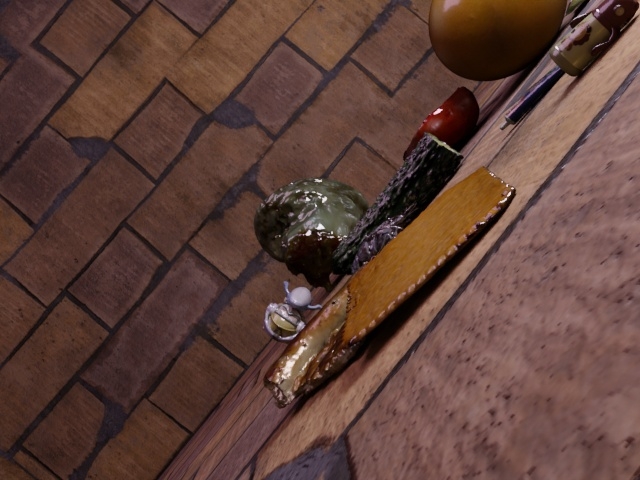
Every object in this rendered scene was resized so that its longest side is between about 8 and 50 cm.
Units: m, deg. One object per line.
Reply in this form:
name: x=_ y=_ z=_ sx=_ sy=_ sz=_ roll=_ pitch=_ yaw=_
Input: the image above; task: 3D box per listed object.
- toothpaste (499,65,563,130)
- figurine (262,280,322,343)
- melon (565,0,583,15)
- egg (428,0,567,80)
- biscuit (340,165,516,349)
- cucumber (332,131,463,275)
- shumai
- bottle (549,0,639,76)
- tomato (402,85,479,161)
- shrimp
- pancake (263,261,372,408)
toothpaste: x=0.315 y=-0.215 z=0.863 sx=0.140 sy=0.021 sz=0.037 roll=-48 pitch=5 yaw=24
figurine: x=-0.084 y=0.206 z=1.614 sx=0.183 sy=0.128 sz=0.208 roll=-53 pitch=-7 yaw=-32
melon: x=0.577 y=-0.552 z=1.297 sx=0.182 sy=0.054 sz=0.098 roll=-49 pitch=-7 yaw=-51
egg: x=0.400 y=-0.520 z=1.333 sx=0.351 sy=0.283 sz=0.282 roll=-51 pitch=0 yaw=-22
biscuit: x=0.111 y=0.008 z=0.672 sx=0.237 sy=0.013 sz=0.232 roll=-44 pitch=7 yaw=14
cucumber: x=0.142 y=-0.052 z=1.202 sx=0.359 sy=0.096 sz=0.096 roll=-53 pitch=-1 yaw=18
shumai: x=0.000 y=0.000 z=1.867 sx=0.323 sy=0.398 sz=0.324 roll=-114 pitch=37 yaw=-57
bottle: x=0.319 y=-0.245 z=0.689 sx=0.047 sy=0.063 sz=0.101 roll=-7 pitch=-32 yaw=-46
tomato: x=0.308 y=-0.256 z=1.438 sx=0.228 sy=0.101 sz=0.228 roll=-47 pitch=-8 yaw=-9
shrimp: x=0.103 y=0.008 z=0.938 sx=0.057 sy=0.065 sz=0.165 roll=12 pitch=-58 yaw=-49
pancake: x=0.026 y=0.107 z=0.769 sx=0.266 sy=0.057 sz=0.244 roll=-49 pitch=0 yaw=-14
